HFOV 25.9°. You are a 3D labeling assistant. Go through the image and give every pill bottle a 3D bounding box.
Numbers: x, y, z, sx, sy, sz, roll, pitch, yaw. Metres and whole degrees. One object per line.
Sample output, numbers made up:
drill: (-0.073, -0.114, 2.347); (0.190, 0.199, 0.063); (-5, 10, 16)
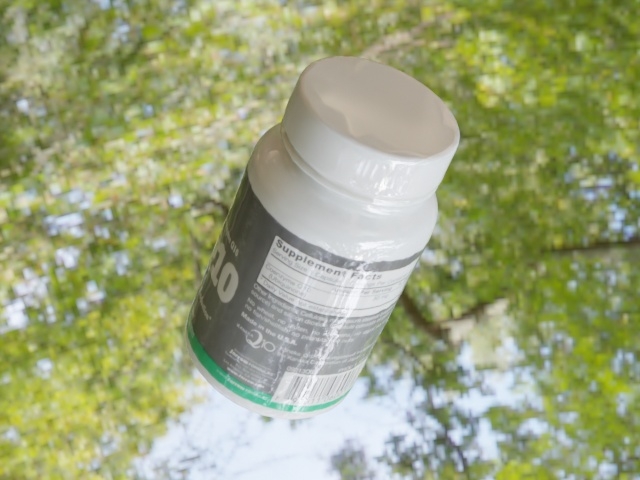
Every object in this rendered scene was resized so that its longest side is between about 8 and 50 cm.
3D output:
pill bottle: (0.000, 0.000, 1.466); (0.204, 0.361, 0.204); (16, -144, -12)
